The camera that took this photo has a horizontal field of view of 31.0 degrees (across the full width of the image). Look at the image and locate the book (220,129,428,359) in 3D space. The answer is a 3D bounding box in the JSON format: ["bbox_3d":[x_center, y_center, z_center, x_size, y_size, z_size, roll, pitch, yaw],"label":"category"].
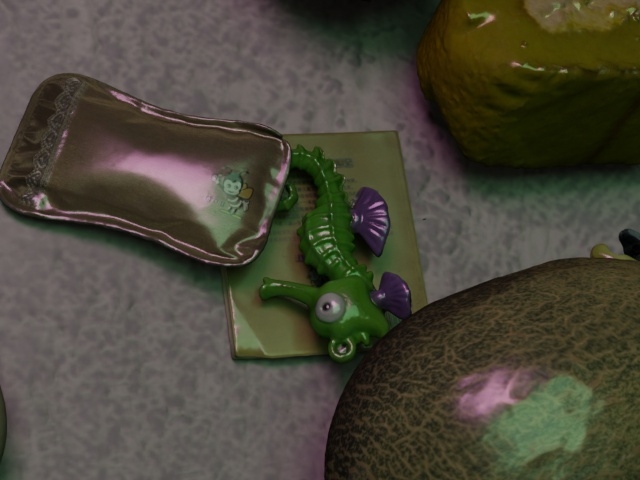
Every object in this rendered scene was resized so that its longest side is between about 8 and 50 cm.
[{"bbox_3d":[0.000,0.000,0.941,0.167,0.013,0.192,-3,72,-15],"label":"book"}]

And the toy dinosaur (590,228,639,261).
[{"bbox_3d":[0.326,0.098,0.953,0.153,0.094,0.259,-26,87,-21],"label":"toy dinosaur"}]

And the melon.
[{"bbox_3d":[0.159,0.139,0.805,0.329,0.248,0.249,-22,78,-19],"label":"melon"}]

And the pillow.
[{"bbox_3d":[-0.137,-0.054,0.905,0.217,0.033,0.130,17,69,3],"label":"pillow"}]

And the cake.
[{"bbox_3d":[0.210,-0.167,0.980,0.260,0.156,0.179,-1,55,-20],"label":"cake"}]

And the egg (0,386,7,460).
[{"bbox_3d":[-0.275,0.110,0.777,0.114,0.114,0.152,-24,81,-21],"label":"egg"}]

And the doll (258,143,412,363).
[{"bbox_3d":[0.004,0.007,0.907,0.115,0.050,0.190,-9,65,-8],"label":"doll"}]
